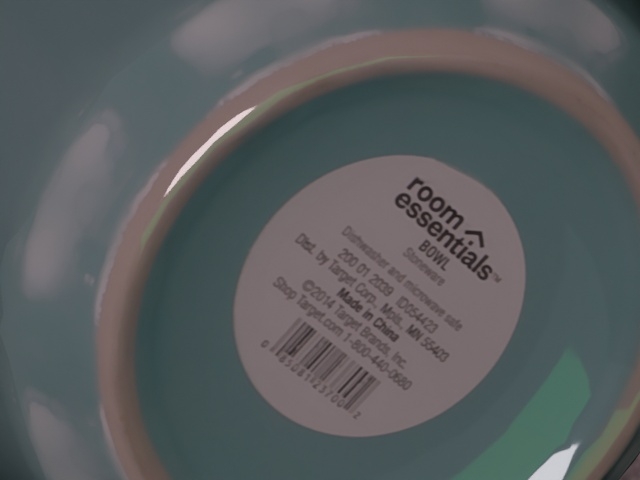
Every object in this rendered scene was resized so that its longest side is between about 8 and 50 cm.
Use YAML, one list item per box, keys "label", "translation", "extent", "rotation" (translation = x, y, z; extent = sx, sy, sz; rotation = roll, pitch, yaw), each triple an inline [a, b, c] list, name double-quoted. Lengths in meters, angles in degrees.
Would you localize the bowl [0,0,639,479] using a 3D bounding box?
- label: "bowl"
  translation: [0.000, 0.000, 0.623]
  extent: [0.311, 0.163, 0.311]
  rotation: [-7, 114, -16]
